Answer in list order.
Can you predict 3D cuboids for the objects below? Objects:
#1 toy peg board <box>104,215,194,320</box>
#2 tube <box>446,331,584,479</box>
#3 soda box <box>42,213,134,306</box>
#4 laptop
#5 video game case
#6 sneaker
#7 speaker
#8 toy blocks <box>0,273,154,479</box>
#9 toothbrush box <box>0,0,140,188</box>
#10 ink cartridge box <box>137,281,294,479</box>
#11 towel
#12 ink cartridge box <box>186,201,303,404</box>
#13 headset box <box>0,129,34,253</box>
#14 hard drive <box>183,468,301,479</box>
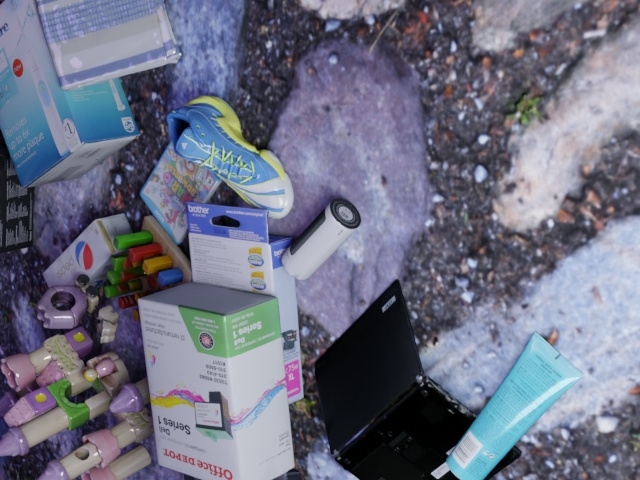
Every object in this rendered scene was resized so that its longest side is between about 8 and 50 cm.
[{"bbox_3d":[-0.291,0.072,1.790,0.161,0.079,0.161,47,134,35],"label":"toy peg board"},{"bbox_3d":[0.241,0.222,1.370,0.080,0.052,0.207,41,106,18],"label":"tube"},{"bbox_3d":[-0.413,0.037,1.923,0.216,0.069,0.074,-38,76,41],"label":"soda box"},{"bbox_3d":[0.127,0.237,1.524,0.264,0.136,0.234,39,129,-3],"label":"laptop"},{"bbox_3d":[-0.232,-0.088,1.762,0.119,0.015,0.166,53,130,19],"label":"video game case"},{"bbox_3d":[-0.148,-0.117,1.602,0.240,0.126,0.091,49,129,22],"label":"sneaker"},{"bbox_3d":[0.000,0.000,1.548,0.136,0.055,0.055,-46,70,40],"label":"speaker"},{"bbox_3d":[-0.461,0.287,1.860,0.288,0.260,0.309,47,142,24],"label":"toy blocks"},{"bbox_3d":[-0.463,-0.269,1.851,0.216,0.126,0.296,-24,83,43],"label":"toothbrush box"},{"bbox_3d":[-0.158,0.219,1.627,0.201,0.117,0.278,7,107,42],"label":"ink cartridge box"},{"bbox_3d":[-0.354,-0.396,1.711,0.209,0.034,0.285,-15,91,8],"label":"towel"},{"bbox_3d":[-0.119,0.092,1.675,0.185,0.065,0.311,7,109,41],"label":"ink cartridge box"},{"bbox_3d":[-0.683,-0.075,1.986,0.110,0.293,0.218,23,116,36],"label":"headset box"},{"bbox_3d":[-0.122,0.436,1.773,0.254,0.054,0.172,-2,99,43],"label":"hard drive"}]
